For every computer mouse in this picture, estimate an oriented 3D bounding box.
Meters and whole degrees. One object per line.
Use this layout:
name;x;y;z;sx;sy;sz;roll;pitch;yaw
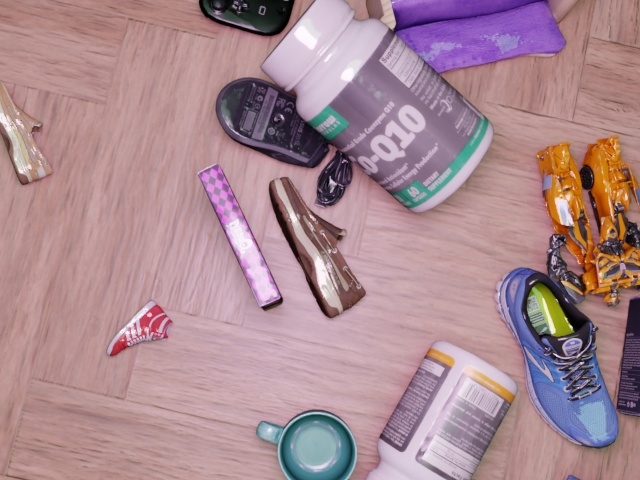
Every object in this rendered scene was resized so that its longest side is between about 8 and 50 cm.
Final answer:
computer mouse;-0.061;-0.188;1.465;0.272;0.072;0.188;25;80;-11

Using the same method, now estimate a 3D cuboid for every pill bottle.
pill bottle;0.191;0.318;1.360;0.162;0.162;0.278;31;84;2
pill bottle;0.091;-0.229;1.364;0.361;0.204;0.204;39;83;-12

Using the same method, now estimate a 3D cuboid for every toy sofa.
toy sofa;0.269;-0.402;1.458;0.362;0.150;0.177;-12;82;-4

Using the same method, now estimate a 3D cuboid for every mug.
mug;-0.015;0.336;1.381;0.129;0.097;0.158;-36;85;-5

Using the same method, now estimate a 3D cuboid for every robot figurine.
robot figurine;0.480;-0.030;1.440;0.211;0.085;0.291;-10;81;-16

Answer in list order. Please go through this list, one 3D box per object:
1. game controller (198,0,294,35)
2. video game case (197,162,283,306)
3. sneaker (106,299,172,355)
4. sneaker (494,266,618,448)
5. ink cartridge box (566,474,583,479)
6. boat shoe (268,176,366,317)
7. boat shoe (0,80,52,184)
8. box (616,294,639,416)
game controller;-0.108;-0.530;1.502;0.166;0.067;0.319;14;83;0
video game case;-0.127;0.003;1.362;0.042;0.210;0.232;-25;85;-5
sneaker;-0.306;0.166;1.419;0.067;0.042;0.118;41;81;6
sneaker;0.402;0.198;1.390;0.129;0.147;0.330;-27;85;-5
ink cartridge box;0.462;0.625;1.336;0.270;0.151;0.395;26;81;2
boat shoe;-0.002;0.000;1.432;0.095;0.095;0.257;-25;95;-11
boat shoe;-0.522;-0.195;1.451;0.072;0.068;0.190;-21;94;-17
box;0.608;0.205;1.416;0.153;0.108;0.207;9;83;-1
